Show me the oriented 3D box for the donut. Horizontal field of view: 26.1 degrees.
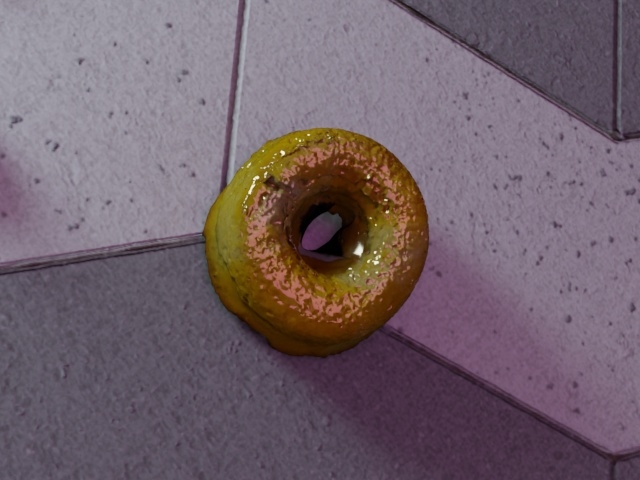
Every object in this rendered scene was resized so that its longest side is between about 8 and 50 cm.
[{"bbox_3d":[0.002,-0.001,1.481,0.253,0.118,0.253,1,87,-15],"label":"donut"}]
